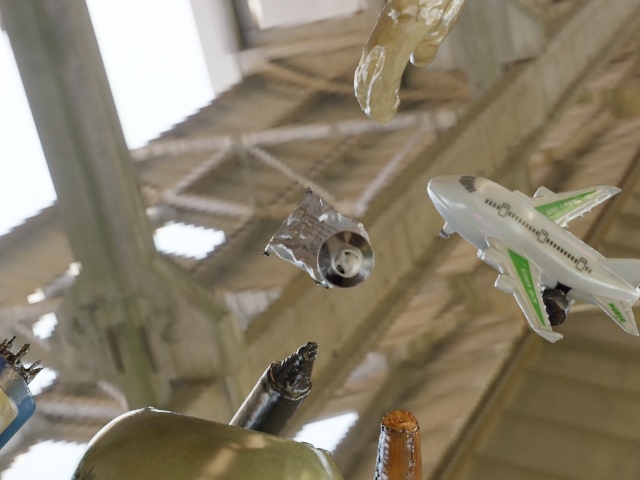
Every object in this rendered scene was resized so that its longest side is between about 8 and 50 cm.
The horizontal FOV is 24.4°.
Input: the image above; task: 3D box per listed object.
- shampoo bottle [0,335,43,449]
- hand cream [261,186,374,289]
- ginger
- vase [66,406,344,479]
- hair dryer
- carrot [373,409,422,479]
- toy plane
[{"bbox_3d":[-0.308,0.153,1.269,0.050,0.087,0.183,-23,-160,45],"label":"shampoo bottle"},{"bbox_3d":[0.003,0.002,1.400,0.084,0.050,0.257,-56,-164,-1],"label":"hand cream"},{"bbox_3d":[0.093,-0.216,1.136,0.065,0.149,0.259,25,-127,-1],"label":"ginger"},{"bbox_3d":[-0.124,0.300,1.199,0.240,0.302,0.329,18,166,-26],"label":"vase"},{"bbox_3d":[-0.097,0.237,1.625,0.107,0.352,0.189,34,-146,2],"label":"hair dryer"},{"bbox_3d":[0.072,0.229,1.388,0.055,0.161,0.055,3,-147,-2],"label":"carrot"},{"bbox_3d":[0.220,0.010,1.521,0.255,0.101,0.251,26,-136,4],"label":"toy plane"}]
